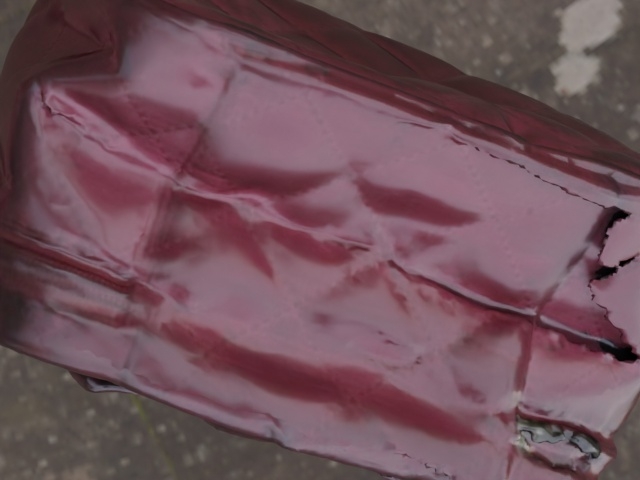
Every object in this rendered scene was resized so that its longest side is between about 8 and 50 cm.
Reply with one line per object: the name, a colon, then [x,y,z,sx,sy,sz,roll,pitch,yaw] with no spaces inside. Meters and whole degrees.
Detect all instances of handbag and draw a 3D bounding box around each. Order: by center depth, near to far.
handbag: [0.000,0.000,0.527,0.225,0.146,0.135,20,98,-19]
